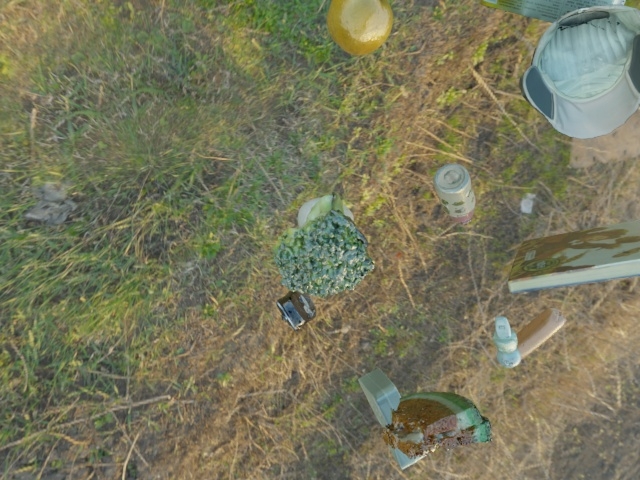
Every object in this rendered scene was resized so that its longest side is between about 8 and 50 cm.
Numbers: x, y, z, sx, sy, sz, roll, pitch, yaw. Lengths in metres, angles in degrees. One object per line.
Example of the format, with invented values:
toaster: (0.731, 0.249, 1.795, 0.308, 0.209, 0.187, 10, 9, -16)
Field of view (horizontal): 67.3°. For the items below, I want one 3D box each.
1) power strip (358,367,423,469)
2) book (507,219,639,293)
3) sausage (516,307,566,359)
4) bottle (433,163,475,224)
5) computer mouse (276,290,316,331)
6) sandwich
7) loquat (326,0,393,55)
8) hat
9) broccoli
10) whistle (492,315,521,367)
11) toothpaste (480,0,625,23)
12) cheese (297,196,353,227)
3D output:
power strip: (0.236, 0.520, 1.425, 0.141, 0.229, 0.261, -26, 91, -6)
book: (0.573, 0.007, 0.862, 0.300, 0.428, 0.039, -25, 100, -60)
sausage: (0.780, 0.351, 1.768, 0.086, 0.086, 0.289, 17, 127, -21)
bottle: (0.465, -0.148, 1.642, 0.120, 0.120, 0.253, -50, 146, -6)
computer mouse: (-0.092, 0.243, 1.693, 0.096, 0.233, 0.137, -39, 84, 14)
sandwich: (0.205, 0.354, 0.948, 0.159, 0.235, 0.079, -13, 86, -21)
loquat: (0.122, -0.688, 1.495, 0.208, 0.208, 0.208, -3, 99, -19)
hat: (0.523, -0.319, 0.934, 0.161, 0.232, 0.275, 35, 51, -46)
broccoli: (0.000, 0.000, 1.125, 0.248, 0.288, 0.245, 19, 48, -35)
whistle: (0.273, 0.151, 0.707, 0.035, 0.035, 0.100, -29, 118, -13)
toothpaste: (0.519, -0.551, 1.095, 0.071, 0.313, 0.089, -23, 135, -32)
cheese: (0.010, -0.080, 1.748, 0.189, 0.198, 0.154, -8, 92, 25)
